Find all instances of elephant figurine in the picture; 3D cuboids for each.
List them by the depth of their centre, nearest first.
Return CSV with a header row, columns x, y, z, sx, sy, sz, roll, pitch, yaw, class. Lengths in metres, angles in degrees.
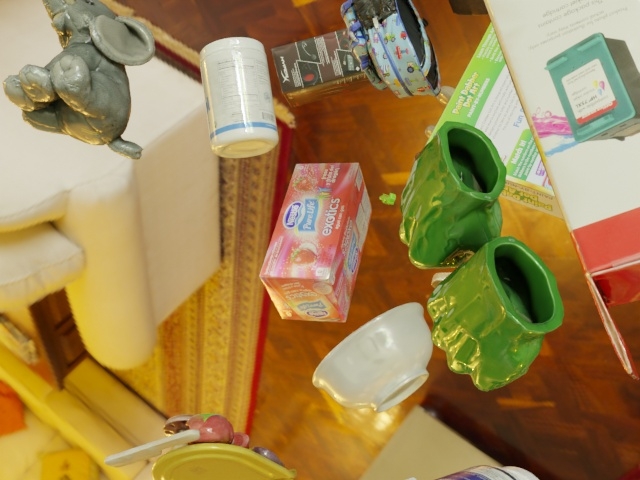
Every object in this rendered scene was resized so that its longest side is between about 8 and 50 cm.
x,y,z,sx,sy,sz,roll,pitch,yaw,class
-0.319,-0.266,1.048,0.169,0.239,0.186,7,149,12,elephant figurine

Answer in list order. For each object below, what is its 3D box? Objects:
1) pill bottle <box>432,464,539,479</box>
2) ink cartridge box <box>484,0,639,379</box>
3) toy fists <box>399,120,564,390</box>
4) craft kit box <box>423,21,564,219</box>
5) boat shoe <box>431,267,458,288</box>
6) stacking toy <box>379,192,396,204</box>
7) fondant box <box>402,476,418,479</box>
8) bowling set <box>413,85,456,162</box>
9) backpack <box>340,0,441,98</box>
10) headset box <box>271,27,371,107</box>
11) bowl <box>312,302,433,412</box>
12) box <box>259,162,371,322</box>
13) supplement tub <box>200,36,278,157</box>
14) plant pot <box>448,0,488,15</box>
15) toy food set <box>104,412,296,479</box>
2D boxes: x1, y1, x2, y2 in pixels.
x,y,z,sx,sy,sz,roll,pitch,yaw,class
0.217,0.402,1.053,0.153,0.265,0.153,-4,83,40,pill bottle
0.170,-0.044,0.424,0.078,0.134,0.231,-21,71,20,ink cartridge box
0.158,0.016,0.789,0.142,0.096,0.279,123,139,-49,toy fists
0.294,-0.161,0.965,0.247,0.250,0.061,24,162,18,craft kit box
0.325,0.084,1.681,0.170,0.059,0.063,7,153,-20,boat shoe
0.279,-0.094,1.931,0.167,0.052,0.221,15,179,-27,stacking toy
0.040,0.560,1.254,0.096,0.330,0.238,34,125,54,fondant box
0.346,-0.220,1.859,0.287,0.200,0.154,39,-175,-37,bowling set
0.116,-0.294,1.166,0.117,0.173,0.158,-22,154,17,backpack
0.049,-0.414,1.752,0.218,0.293,0.110,-29,-76,-87,headset box
0.140,0.277,1.623,0.134,0.298,0.298,53,152,24,bowl
0.000,0.000,1.510,0.142,0.300,0.154,1,142,19,box
-0.084,-0.144,0.767,0.071,0.071,0.107,-24,72,55,supplement tub
0.240,-0.446,1.067,0.215,0.215,0.230,13,120,38,plant pot
-0.119,0.237,0.847,0.128,0.071,0.218,-27,134,23,toy food set
